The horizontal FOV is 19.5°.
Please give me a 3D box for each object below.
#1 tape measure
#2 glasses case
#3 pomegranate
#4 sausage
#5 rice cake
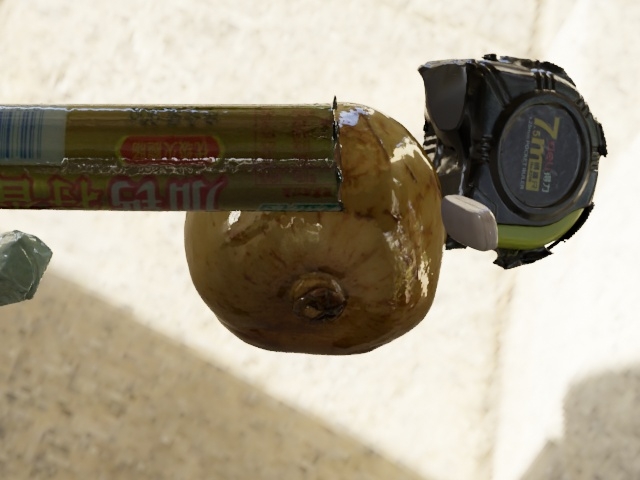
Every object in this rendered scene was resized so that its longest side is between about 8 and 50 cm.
[{"bbox_3d":[0.172,-0.073,1.747,0.186,0.199,0.112,6,2,-33],"label":"tape measure"},{"bbox_3d":[0.108,-0.013,1.355,0.021,0.032,0.083,-16,14,-14],"label":"glasses case"},{"bbox_3d":[0.000,0.000,1.482,0.215,0.215,0.215,15,43,-15],"label":"pomegranate"},{"bbox_3d":[-0.169,-0.055,1.198,0.371,0.082,0.082,0,46,-1],"label":"sausage"},{"bbox_3d":[-0.282,0.033,1.326,0.042,0.245,0.045,43,52,-35],"label":"rice cake"}]
